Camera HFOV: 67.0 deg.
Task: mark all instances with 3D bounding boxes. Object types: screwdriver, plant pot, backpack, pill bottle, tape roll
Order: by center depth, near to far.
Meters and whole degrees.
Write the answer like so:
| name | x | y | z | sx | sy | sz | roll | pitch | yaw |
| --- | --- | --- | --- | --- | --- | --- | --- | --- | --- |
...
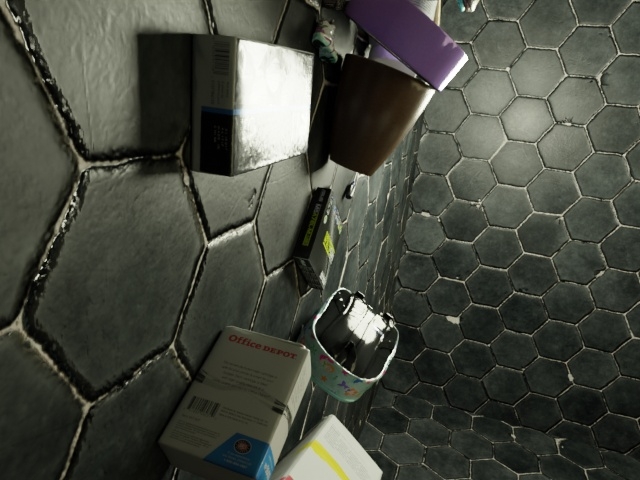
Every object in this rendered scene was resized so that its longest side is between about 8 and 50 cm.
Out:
| name | x | y | z | sx | sy | sz | roll | pitch | yaw |
| --- | --- | --- | --- | --- | --- | --- | --- | --- | --- |
| tape roll | 0.181 | -0.439 | 1.036 | 0.090 | 0.275 | 0.275 | -50 | 174 | 21 |
| plant pot | 0.114 | -0.273 | 1.108 | 0.230 | 0.216 | 0.215 | -68 | 167 | 15 |
| backpack | 0.054 | 0.264 | 1.178 | 0.191 | 0.225 | 0.253 | -52 | 177 | 26 |
| pill bottle | 0.217 | -0.582 | 1.280 | 0.160 | 0.161 | 0.282 | 29 | 73 | -74 |
| screwdriver | 0.101 | -0.178 | 1.416 | 0.025 | 0.024 | 0.169 | 55 | 38 | -28 |

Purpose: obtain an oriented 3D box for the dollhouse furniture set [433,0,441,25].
| name | x | y | z | sx | sy | sz | roll | pitch | yaw |
| --- | --- | --- | --- | --- | --- | --- | --- | --- | --- |
| dollhouse furniture set | 0.266 | -0.650 | 1.422 | 0.144 | 0.151 | 0.123 | 77 | 28 | -51 |

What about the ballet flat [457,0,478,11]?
| name | x | y | z | sx | sy | sz | roll | pitch | yaw |
| --- | --- | --- | --- | --- | --- | --- | --- | --- | --- |
| ballet flat | 0.349 | -0.802 | 1.190 | 0.164 | 0.182 | 0.482 | 27 | 44 | -67 |

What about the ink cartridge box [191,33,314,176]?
| name | x | y | z | sx | sy | sz | roll | pitch | yaw |
| --- | --- | --- | --- | --- | --- | --- | --- | --- | --- |
| ink cartridge box | -0.074 | -0.201 | 0.714 | 0.333 | 0.065 | 0.165 | -45 | 142 | -65 |

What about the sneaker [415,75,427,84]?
| name | x | y | z | sx | sy | sz | roll | pitch | yaw |
| --- | --- | --- | --- | --- | --- | --- | --- | --- | --- |
| sneaker | 0.260 | -0.471 | 1.534 | 0.104 | 0.147 | 0.295 | 73 | 34 | -63 |

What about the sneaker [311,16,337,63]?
| name | x | y | z | sx | sy | sz | roll | pitch | yaw |
| --- | --- | --- | --- | --- | --- | --- | --- | --- | --- |
| sneaker | 0.016 | -0.393 | 0.937 | 0.098 | 0.038 | 0.069 | 31 | 71 | -74 |

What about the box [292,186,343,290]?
| name | x | y | z | sx | sy | sz | roll | pitch | yaw |
| --- | --- | --- | --- | --- | --- | --- | --- | --- | --- |
| box | 0.000 | 0.000 | 1.142 | 0.190 | 0.045 | 0.184 | 70 | 33 | -61 |

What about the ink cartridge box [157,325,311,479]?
| name | x | y | z | sx | sy | sz | roll | pitch | yaw |
| --- | --- | --- | --- | --- | --- | --- | --- | --- | --- |
| ink cartridge box | -0.115 | 0.244 | 0.717 | 0.085 | 0.148 | 0.203 | 87 | 22 | -43 |

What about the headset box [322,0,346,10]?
| name | x | y | z | sx | sy | sz | roll | pitch | yaw |
| --- | --- | --- | --- | --- | --- | --- | --- | --- | --- |
| headset box | 0.030 | -0.490 | 0.928 | 0.062 | 0.032 | 0.083 | -49 | 145 | -62 |

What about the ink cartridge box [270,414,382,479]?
| name | x | y | z | sx | sy | sz | roll | pitch | yaw |
| --- | --- | --- | --- | --- | --- | --- | --- | --- | --- |
| ink cartridge box | -0.067 | 0.493 | 0.817 | 0.279 | 0.160 | 0.385 | -45 | 168 | 10 |
